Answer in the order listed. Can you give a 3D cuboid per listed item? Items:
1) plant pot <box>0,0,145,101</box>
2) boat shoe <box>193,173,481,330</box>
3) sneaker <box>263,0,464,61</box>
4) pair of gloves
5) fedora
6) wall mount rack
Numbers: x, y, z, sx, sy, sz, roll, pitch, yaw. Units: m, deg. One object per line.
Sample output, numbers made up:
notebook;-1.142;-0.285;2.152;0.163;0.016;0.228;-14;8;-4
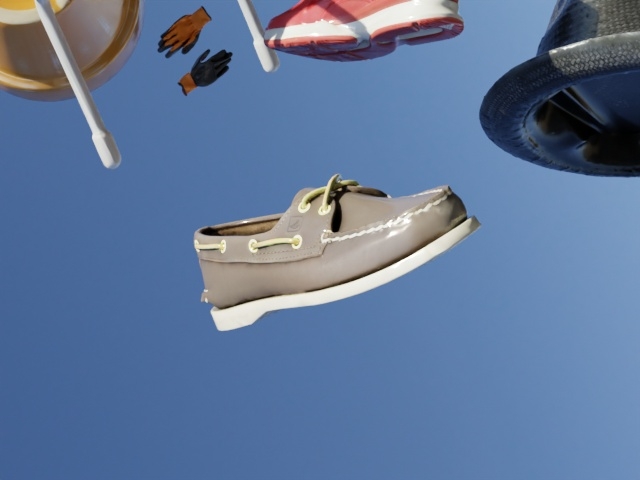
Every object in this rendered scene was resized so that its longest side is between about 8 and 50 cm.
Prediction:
plant pot;-0.286;-0.255;1.349;0.205;0.205;0.188;55;176;2
boat shoe;0.000;0.000;1.175;0.116;0.324;0.097;-26;-85;-40
sneaker;0.040;-0.234;1.202;0.087;0.221;0.128;8;-96;-49
pair of gloves;-0.140;-0.211;1.511;0.074;0.010;0.083;-39;-62;-18
fedora;0.303;-0.178;1.304;0.334;0.334;0.153;17;-114;-44
wall mount rack;-0.146;-0.247;1.212;0.350;0.304;0.130;-34;-117;-28
